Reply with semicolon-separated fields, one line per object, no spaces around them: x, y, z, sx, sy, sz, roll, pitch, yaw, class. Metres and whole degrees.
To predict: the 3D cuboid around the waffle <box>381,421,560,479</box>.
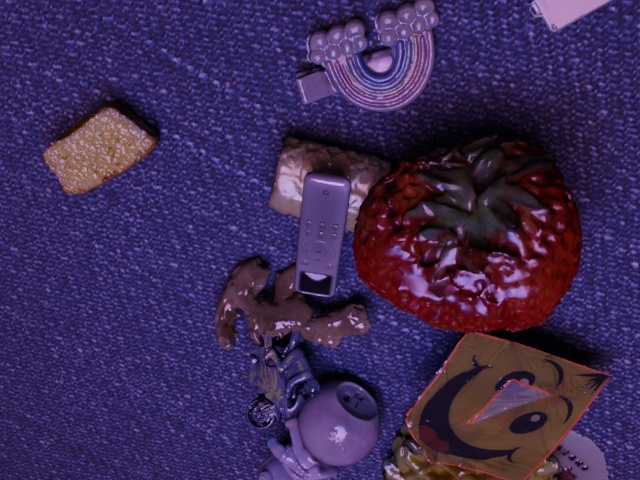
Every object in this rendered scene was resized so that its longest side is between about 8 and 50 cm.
0.267;0.421;1.602;0.317;0.073;0.297;0;123;9;waffle

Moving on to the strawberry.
0.207;0.015;1.275;0.312;0.267;0.351;1;153;17;strawberry

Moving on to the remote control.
0.000;0.000;1.334;0.067;0.029;0.261;10;139;2;remote control

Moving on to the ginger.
-0.047;0.102;1.463;0.258;0.065;0.149;0;95;10;ginger

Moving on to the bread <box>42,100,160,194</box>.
-0.333;-0.145;1.387;0.187;0.065;0.103;-30;109;26;bread

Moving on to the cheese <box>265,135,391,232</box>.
0.012;-0.082;1.342;0.167;0.094;0.123;14;115;-2;cheese

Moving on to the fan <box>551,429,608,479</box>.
0.369;0.450;1.634;0.190;0.009;0.329;39;119;-13;fan

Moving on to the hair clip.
0.069;-0.244;1.264;0.220;0.054;0.140;-14;110;14;hair clip

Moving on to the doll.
-0.012;0.368;1.574;0.151;0.151;0.287;32;117;-9;doll

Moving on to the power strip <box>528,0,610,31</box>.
0.354;-0.342;1.154;0.192;0.035;0.081;-28;111;24;power strip

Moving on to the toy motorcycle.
-0.058;0.221;1.508;0.124;0.061;0.193;4;81;14;toy motorcycle

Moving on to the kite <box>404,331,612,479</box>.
0.301;0.267;1.432;0.327;0.013;0.377;-22;124;8;kite
